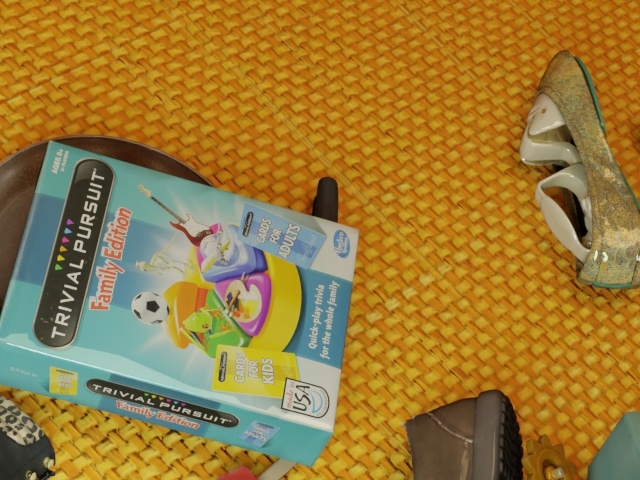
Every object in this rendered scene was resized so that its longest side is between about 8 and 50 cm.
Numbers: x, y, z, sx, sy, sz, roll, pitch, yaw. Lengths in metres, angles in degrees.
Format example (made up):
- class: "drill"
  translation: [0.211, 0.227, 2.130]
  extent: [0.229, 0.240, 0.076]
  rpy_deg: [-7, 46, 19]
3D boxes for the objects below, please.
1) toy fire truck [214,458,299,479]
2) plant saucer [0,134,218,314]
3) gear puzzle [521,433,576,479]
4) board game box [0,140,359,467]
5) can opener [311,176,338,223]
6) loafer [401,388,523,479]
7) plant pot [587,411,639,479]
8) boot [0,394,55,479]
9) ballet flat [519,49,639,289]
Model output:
- class: "toy fire truck"
  translation: [-0.057, 0.189, 1.774]
  extent: [0.192, 0.047, 0.135]
  rpy_deg: [-21, 65, -35]
- class: "plant saucer"
  translation: [-0.219, 0.024, 1.832]
  extent: [0.310, 0.050, 0.311]
  rpy_deg: [12, 50, -14]
- class: "gear puzzle"
  translation: [0.230, 0.351, 1.724]
  extent: [0.175, 0.044, 0.339]
  rpy_deg: [22, 54, -40]
- class: "board game box"
  translation: [-0.141, 0.061, 1.748]
  extent: [0.336, 0.079, 0.254]
  rpy_deg: [16, 51, -10]
- class: "can opener"
  translation: [0.000, 0.000, 1.938]
  extent: [0.073, 0.059, 0.186]
  rpy_deg: [18, 49, -9]
- class: "loafer"
  translation: [0.122, 0.319, 1.721]
  extent: [0.130, 0.134, 0.366]
  rpy_deg: [-5, 49, 20]
- class: "plant pot"
  translation: [0.375, 0.299, 1.806]
  extent: [0.165, 0.165, 0.234]
  rpy_deg: [1, 47, -23]
- class: "boot"
  translation: [-0.292, 0.256, 1.595]
  extent: [0.236, 0.085, 0.178]
  rpy_deg: [42, 47, 12]
- class: "ballet flat"
  translation: [0.303, -0.089, 2.111]
  extent: [0.123, 0.123, 0.349]
  rpy_deg: [0, 54, -24]
